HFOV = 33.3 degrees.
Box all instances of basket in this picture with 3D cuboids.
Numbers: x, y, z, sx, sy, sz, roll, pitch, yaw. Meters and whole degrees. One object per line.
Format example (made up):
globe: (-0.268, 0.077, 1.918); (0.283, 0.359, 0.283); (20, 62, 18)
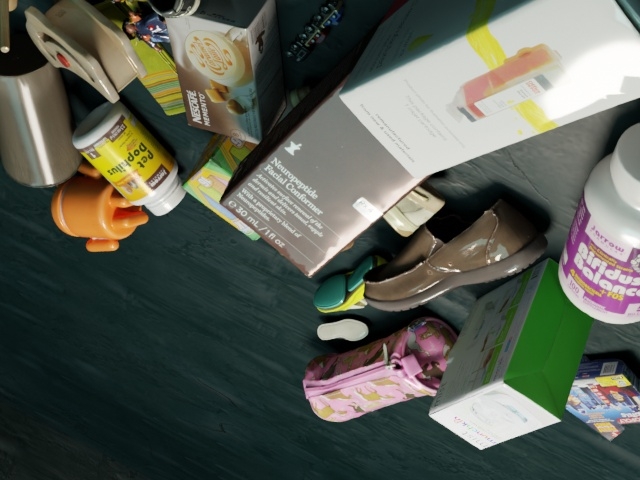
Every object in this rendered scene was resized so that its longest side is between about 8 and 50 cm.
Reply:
basket: (-0.525, -0.245, 1.936); (0.154, 0.204, 0.227); (-15, 137, -14)

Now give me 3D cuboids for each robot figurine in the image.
robot figurine: (-0.450, -0.069, 2.152); (0.219, 0.128, 0.158); (3, 143, 32)

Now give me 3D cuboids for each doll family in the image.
doll family: (-0.277, -0.357, 1.669); (0.111, 0.076, 0.193); (-2, 136, 11)

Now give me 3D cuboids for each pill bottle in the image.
pill bottle: (0.445, -0.024, 1.513); (0.169, 0.169, 0.301); (19, 147, 13)
pill bottle: (-0.345, -0.147, 1.972); (0.117, 0.117, 0.215); (-10, 132, 44)

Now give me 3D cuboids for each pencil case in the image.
pencil case: (0.121, 0.269, 2.168); (0.167, 0.160, 0.386); (38, 147, -17)

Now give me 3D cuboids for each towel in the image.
towel: (-0.298, -0.305, 1.808); (0.102, 0.021, 0.237); (-8, 132, 42)

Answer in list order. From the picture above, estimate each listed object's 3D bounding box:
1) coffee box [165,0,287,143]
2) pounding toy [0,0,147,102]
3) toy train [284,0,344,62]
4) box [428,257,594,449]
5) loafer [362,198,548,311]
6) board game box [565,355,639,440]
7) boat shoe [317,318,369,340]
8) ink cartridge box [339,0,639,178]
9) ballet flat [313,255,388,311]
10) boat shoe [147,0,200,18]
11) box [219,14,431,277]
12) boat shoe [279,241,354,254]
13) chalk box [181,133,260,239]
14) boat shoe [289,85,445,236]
coffee box: (-0.142, -0.278, 1.658); (0.141, 0.098, 0.246); (18, 146, 16)
pounding toy: (-0.427, -0.308, 1.734); (0.269, 0.155, 0.154); (39, 163, 17)
toy train: (-0.007, -0.308, 1.584); (0.036, 0.027, 0.158); (32, 148, -12)
box: (0.326, 0.194, 1.818); (0.127, 0.262, 0.231); (34, 146, -10)
loafer: (0.208, 0.015, 1.807); (0.366, 0.134, 0.130); (-22, 100, 39)
board game box: (0.534, 0.292, 1.987); (0.194, 0.060, 0.194); (-15, 129, 47)
boat shoe: (0.053, 0.185, 2.213); (0.125, 0.038, 0.046); (-12, 88, 37)
ink cartridge box: (0.243, -0.262, 1.234); (0.160, 0.279, 0.385); (45, 143, -22)
ballet flat: (0.072, 0.094, 2.047); (0.077, 0.077, 0.231); (22, 149, -23)
boat shoe: (-0.239, -0.422, 1.489); (0.084, 0.079, 0.233); (-17, 100, 25)
box: (0.048, -0.136, 1.557); (0.191, 0.143, 0.381); (39, 121, -13)
boat shoe: (0.000, 0.000, 1.985); (0.178, 0.064, 0.060); (-7, 164, 44)
chalk box: (-0.104, -0.098, 1.850); (0.213, 0.132, 0.132); (36, 147, -14)
boat shoe: (0.074, -0.143, 1.701); (0.098, 0.109, 0.302); (-40, 102, 17)
